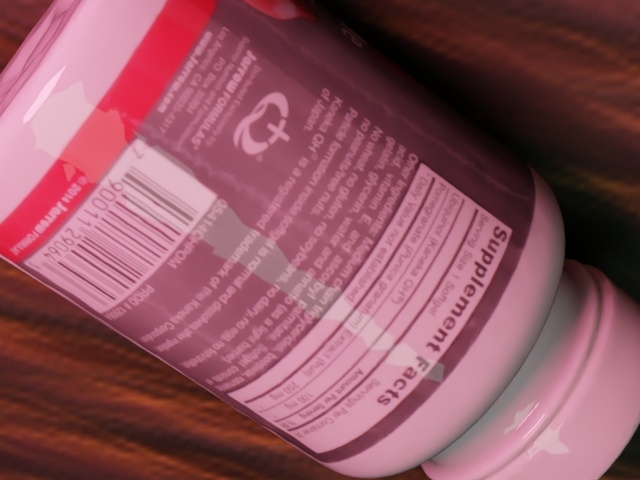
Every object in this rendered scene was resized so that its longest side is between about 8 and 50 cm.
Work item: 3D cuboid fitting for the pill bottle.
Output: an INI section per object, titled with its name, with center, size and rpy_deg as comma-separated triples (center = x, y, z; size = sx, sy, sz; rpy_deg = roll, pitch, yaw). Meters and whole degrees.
[pill bottle]
center = 0.000, 0.000, 0.686
size = 0.318, 0.176, 0.176
rpy_deg = 35, 119, -18
